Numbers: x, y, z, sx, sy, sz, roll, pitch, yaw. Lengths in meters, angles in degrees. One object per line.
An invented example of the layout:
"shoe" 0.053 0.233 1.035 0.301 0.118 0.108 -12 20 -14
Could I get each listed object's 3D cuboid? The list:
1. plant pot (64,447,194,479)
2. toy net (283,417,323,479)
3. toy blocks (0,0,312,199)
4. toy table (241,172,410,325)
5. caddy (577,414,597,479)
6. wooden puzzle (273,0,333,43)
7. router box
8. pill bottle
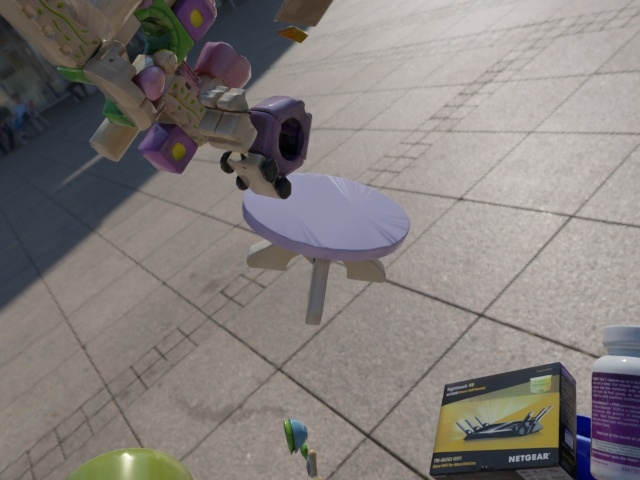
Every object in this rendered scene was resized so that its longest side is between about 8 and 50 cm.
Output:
"plant pot" -0.340 0.570 0.968 0.275 0.274 0.293 -34 24 -6
"toy net" -0.026 0.461 1.094 0.045 0.122 0.232 -9 30 -13
"toy blocks" -0.151 -0.242 0.579 0.309 0.288 0.260 15 67 32
"toy table" 0.000 0.000 0.962 0.275 0.160 0.252 16 46 3
"caddy" 0.685 0.564 1.338 0.341 0.179 0.241 25 39 34
"wooden puzzle" -0.016 -0.288 0.671 0.079 0.014 0.116 -10 -22 -46
"router box" 0.407 0.418 1.241 0.309 0.081 0.242 -26 28 40
"pill bottle" 0.627 0.326 1.098 0.169 0.169 0.301 -5 73 42
